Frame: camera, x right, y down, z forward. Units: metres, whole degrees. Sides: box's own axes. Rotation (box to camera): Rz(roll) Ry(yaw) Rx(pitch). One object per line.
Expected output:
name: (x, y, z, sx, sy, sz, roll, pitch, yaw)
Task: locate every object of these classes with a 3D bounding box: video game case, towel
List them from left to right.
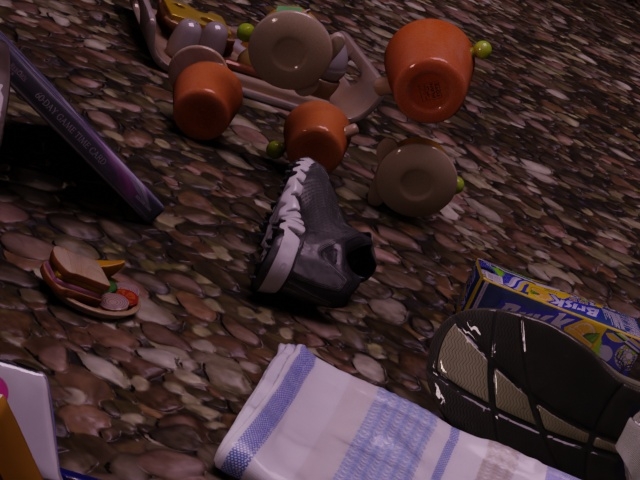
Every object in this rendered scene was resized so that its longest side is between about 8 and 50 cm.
video game case: (-0.256, -0.141, 1.451, 0.196, 0.026, 0.274, 45, -4, 45)
towel: (0.073, 0.173, 1.205, 0.285, 0.034, 0.209, 26, 20, 5)

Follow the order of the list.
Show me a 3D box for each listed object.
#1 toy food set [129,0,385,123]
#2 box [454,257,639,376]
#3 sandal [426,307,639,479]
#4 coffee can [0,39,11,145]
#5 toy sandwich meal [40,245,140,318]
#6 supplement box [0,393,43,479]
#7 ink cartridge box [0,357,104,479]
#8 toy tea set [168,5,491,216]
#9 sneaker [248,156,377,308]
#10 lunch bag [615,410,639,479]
toy food set: (-0.084, -0.250, 2.030, 0.306, 0.092, 0.219, 16, 21, -22)
box: (0.214, 0.078, 1.570, 0.169, 0.059, 0.054, 21, 19, -8)
sandal: (0.221, 0.152, 1.353, 0.303, 0.120, 0.086, 24, -8, -6)
coffee can: (-0.365, -0.073, 1.088, 0.275, 0.201, 0.201, 15, 21, -21)
toy sandwich meal: (-0.175, 0.030, 1.293, 0.086, 0.029, 0.085, 21, 20, -8)
supplement box: (-0.253, 0.108, 0.720, 0.194, 0.129, 0.191, 35, 64, 27)
ink cartridge box: (-0.268, 0.071, 0.937, 0.371, 0.069, 0.176, 21, -8, -14)
toy tea set: (0.010, -0.162, 1.763, 0.336, 0.200, 0.124, 16, 29, -5)
sneaker: (0.000, 0.000, 1.513, 0.106, 0.078, 0.234, 25, 23, -6)
lunch bag: (0.334, 0.237, 1.140, 0.287, 0.169, 0.235, 26, 19, -8)
